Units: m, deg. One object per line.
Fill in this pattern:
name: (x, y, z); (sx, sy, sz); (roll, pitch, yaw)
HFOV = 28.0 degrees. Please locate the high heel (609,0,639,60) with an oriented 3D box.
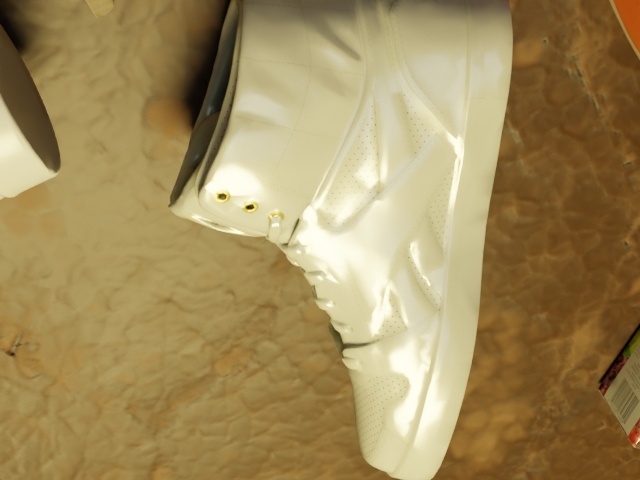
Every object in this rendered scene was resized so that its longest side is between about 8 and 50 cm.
high heel: (0.226, -0.229, 0.584); (0.181, 0.127, 0.377); (-25, 143, -12)

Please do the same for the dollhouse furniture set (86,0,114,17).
dollhouse furniture set: (-0.053, -0.256, 0.531); (0.212, 0.161, 0.242); (-22, 146, 1)

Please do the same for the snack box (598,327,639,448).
snack box: (0.310, 0.058, 0.823); (0.174, 0.070, 0.207); (18, 114, -22)

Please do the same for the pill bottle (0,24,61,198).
pill bottle: (-0.244, -0.029, 0.606); (0.221, 0.124, 0.124); (-24, 123, 2)

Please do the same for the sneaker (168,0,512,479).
sneaker: (0.000, 0.000, 0.701); (0.169, 0.108, 0.292); (0, 111, -11)
